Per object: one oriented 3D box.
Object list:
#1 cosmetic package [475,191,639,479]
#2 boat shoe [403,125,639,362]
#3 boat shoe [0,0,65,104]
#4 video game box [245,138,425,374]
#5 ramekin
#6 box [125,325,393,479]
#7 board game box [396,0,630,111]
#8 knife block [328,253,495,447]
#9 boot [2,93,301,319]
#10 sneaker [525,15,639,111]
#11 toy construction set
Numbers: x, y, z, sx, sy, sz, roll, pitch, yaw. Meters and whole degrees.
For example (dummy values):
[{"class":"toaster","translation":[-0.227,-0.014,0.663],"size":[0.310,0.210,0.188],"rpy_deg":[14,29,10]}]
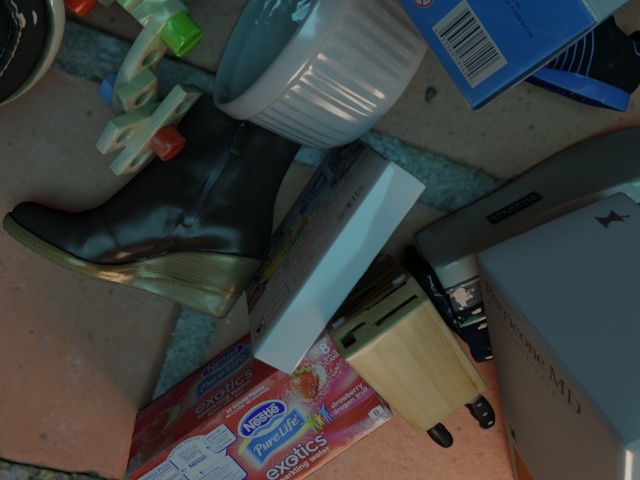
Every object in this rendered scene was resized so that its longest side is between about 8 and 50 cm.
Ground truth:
[{"class":"cosmetic package","translation":[0.304,0.206,0.662],"size":[0.162,0.230,0.453],"rpy_deg":[-23,129,-2]},{"class":"boat shoe","translation":[0.273,0.006,0.726],"size":[0.341,0.127,0.158],"rpy_deg":[-25,117,7]},{"class":"boat shoe","translation":[-0.327,-0.122,0.477],"size":[0.340,0.113,0.127],"rpy_deg":[-5,129,30]},{"class":"video game box","translation":[0.000,0.000,0.630],"size":[0.048,0.187,0.205],"rpy_deg":[32,101,-20]},{"class":"ramekin","translation":[0.006,-0.179,0.568],"size":[0.109,0.207,0.207],"rpy_deg":[27,102,-27]},{"class":"box","translation":[-0.068,0.191,0.714],"size":[0.257,0.122,0.128],"rpy_deg":[-36,111,3]},{"class":"board game box","translation":[0.113,-0.277,0.399],"size":[0.302,0.086,0.308],"rpy_deg":[-37,93,-35]},{"class":"knife block","translation":[0.110,0.138,0.661],"size":[0.088,0.275,0.242],"rpy_deg":[-37,94,2]},{"class":"boot","translation":[-0.163,-0.052,0.656],"size":[0.248,0.090,0.206],"rpy_deg":[21,89,-11]},{"class":"sneaker","translation":[0.234,-0.206,0.664],"size":[0.232,0.081,0.090],"rpy_deg":[14,102,-21]},{"class":"toy construction set","translation":[-0.212,-0.212,0.525],"size":[0.215,0.151,0.327],"rpy_deg":[-44,103,2]}]
